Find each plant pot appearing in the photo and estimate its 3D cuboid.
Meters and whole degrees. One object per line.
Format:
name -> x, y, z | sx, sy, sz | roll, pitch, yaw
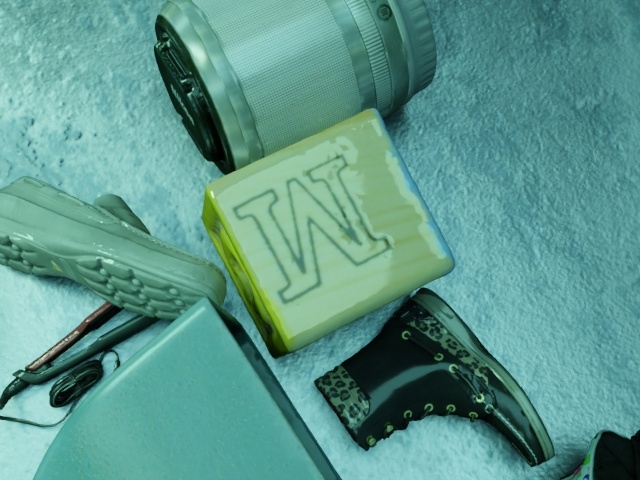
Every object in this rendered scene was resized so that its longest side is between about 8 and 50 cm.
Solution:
plant pot -> -0.134, 0.239, 0.958 | 0.252, 0.247, 0.247 | -34, 79, -4

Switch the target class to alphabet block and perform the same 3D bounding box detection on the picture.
alphabet block -> 0.000, 0.000, 1.047 | 0.197, 0.192, 0.193 | -26, 84, -12

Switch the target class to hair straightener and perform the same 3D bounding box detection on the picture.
hair straightener -> -0.256, 0.134, 1.070 | 0.230, 0.047, 0.089 | -36, 80, -15

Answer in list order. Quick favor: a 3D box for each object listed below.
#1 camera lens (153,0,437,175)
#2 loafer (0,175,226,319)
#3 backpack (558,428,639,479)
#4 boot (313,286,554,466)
camera lens -> -0.035, -0.210, 1.097 | 0.274, 0.219, 0.219 | -26, 78, -11
loafer -> -0.236, -0.002, 1.049 | 0.320, 0.112, 0.111 | 18, 57, 20
backpack -> 0.326, 0.340, 0.953 | 0.225, 0.253, 0.191 | 28, 116, 3
boot -> 0.124, 0.190, 1.068 | 0.179, 0.085, 0.236 | -36, 74, -11
